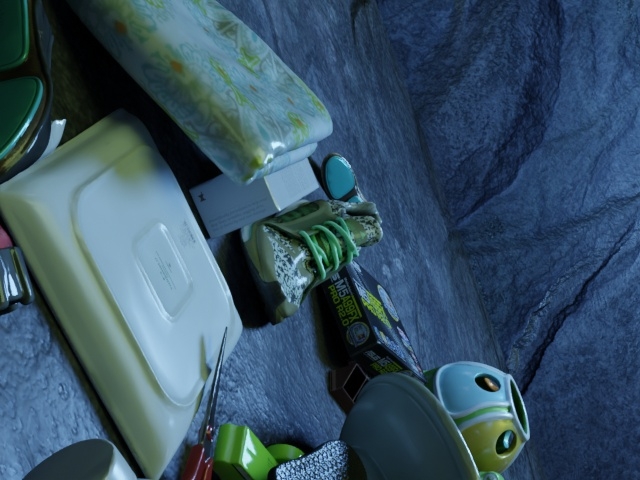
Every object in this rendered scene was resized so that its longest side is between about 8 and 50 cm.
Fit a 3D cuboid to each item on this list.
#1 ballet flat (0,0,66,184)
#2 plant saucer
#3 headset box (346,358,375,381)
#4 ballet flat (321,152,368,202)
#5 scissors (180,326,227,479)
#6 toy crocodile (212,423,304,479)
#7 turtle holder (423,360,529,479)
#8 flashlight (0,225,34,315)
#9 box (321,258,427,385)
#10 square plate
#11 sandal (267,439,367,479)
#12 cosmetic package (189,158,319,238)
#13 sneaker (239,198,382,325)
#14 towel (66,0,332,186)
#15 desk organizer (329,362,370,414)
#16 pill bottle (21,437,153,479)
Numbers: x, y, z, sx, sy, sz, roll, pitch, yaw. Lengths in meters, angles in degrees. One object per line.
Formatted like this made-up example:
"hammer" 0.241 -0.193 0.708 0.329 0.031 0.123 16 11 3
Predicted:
"ballet flat" -0.291 -0.136 0.907 0.096 0.095 0.280 68 13 -51
"plant saucer" 0.093 0.384 1.271 0.400 0.101 0.400 173 -90 -68
"headset box" 0.077 0.250 1.688 0.062 0.032 0.083 45 30 -55
"ballet flat" 0.047 -0.103 1.954 0.206 0.073 0.067 62 -8 -33
"scissors" -0.127 0.234 1.032 0.297 0.021 0.109 -77 155 -49
"toy crocodile" -0.035 0.353 1.152 0.340 0.105 0.115 54 22 -31
"turtle holder" 0.284 0.371 1.855 0.320 0.228 0.243 -36 106 -72
"flashlight" -0.320 -0.079 0.736 0.103 0.103 0.304 -18 90 -70
"box" 0.093 0.151 1.738 0.270 0.060 0.216 44 21 -55
"square plate" -0.196 0.037 1.070 0.347 0.049 0.344 66 18 -15
"sandal" -0.009 0.278 1.105 0.179 0.040 0.067 3 58 -52
"cosmetic package" -0.092 -0.078 1.394 0.085 0.117 0.231 66 19 -7
"sneaker" 0.000 0.000 1.475 0.158 0.182 0.410 67 18 -12
"towel" -0.141 -0.230 1.266 0.320 0.090 0.374 45 18 2
"desk organizer" 0.066 0.268 1.605 0.130 0.050 0.047 56 22 -38
"pill bottle" -0.152 0.288 0.779 0.245 0.136 0.136 63 19 -23
